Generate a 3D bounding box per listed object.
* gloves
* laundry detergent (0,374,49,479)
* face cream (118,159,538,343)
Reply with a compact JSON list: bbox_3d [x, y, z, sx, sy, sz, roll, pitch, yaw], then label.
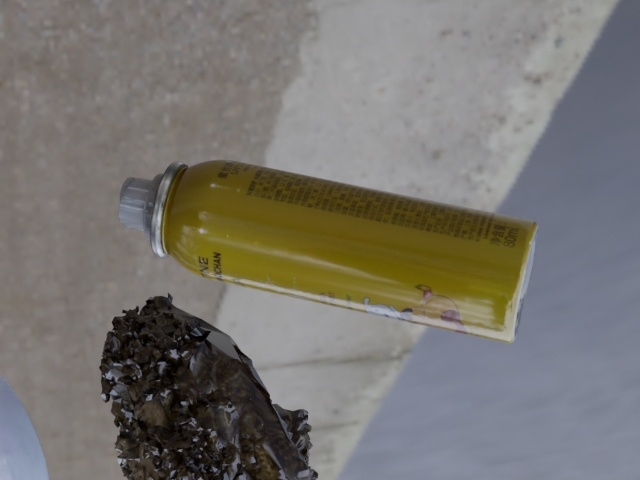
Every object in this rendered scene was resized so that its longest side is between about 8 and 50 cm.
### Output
[{"bbox_3d":[-0.057,0.184,0.952,0.135,0.312,0.210,-9,178,-6],"label":"gloves"},{"bbox_3d":[-0.190,0.073,0.259,0.335,0.159,0.088,-8,142,-55],"label":"laundry detergent"},{"bbox_3d":[0.000,0.000,1.289,0.349,0.105,0.105,12,157,11],"label":"face cream"}]
